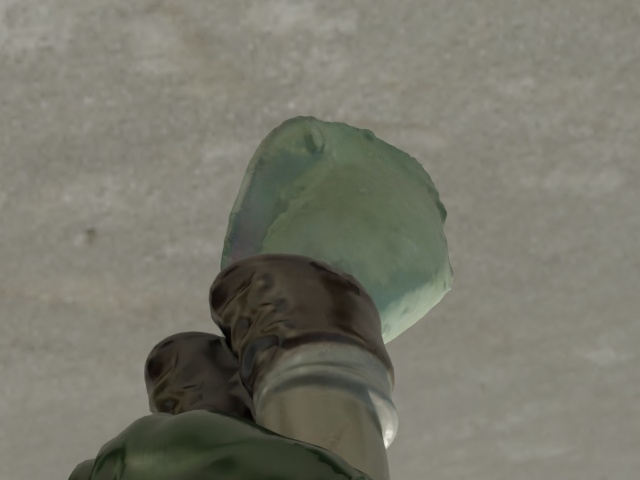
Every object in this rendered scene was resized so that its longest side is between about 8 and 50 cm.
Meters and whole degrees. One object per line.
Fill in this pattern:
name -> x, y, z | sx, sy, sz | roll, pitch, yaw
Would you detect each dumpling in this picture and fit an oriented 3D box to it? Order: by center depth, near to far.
dumpling -> -0.001, 0.009, 1.044 | 0.216, 0.149, 0.105 | -36, 172, -36

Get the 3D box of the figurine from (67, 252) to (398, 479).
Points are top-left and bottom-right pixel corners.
figurine -> -0.035, 0.157, 0.462 | 0.167, 0.370, 0.281 | 32, 125, -19
